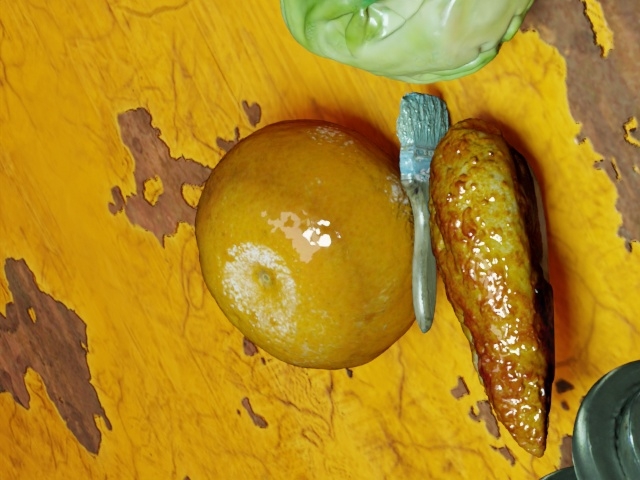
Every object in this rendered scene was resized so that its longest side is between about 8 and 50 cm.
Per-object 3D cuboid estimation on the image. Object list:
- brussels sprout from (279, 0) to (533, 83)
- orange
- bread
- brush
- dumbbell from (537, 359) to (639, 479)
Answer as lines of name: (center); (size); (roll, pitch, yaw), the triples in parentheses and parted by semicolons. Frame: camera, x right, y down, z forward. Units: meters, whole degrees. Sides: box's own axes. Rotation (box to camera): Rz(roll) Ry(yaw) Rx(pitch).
brussels sprout: (0.066, -0.221, 1.322); (0.223, 0.161, 0.223); (2, 93, 36)
orange: (0.000, 0.000, 1.508); (0.224, 0.170, 0.224); (23, 133, 26)
bread: (0.136, 0.035, 1.380); (0.095, 0.139, 0.269); (-6, 88, 11)
brush: (0.084, -0.022, 1.432); (0.021, 0.070, 0.196); (-1, 86, 32)
dumbbell: (0.252, 0.212, 1.321); (0.192, 0.192, 0.290); (47, 140, 20)
